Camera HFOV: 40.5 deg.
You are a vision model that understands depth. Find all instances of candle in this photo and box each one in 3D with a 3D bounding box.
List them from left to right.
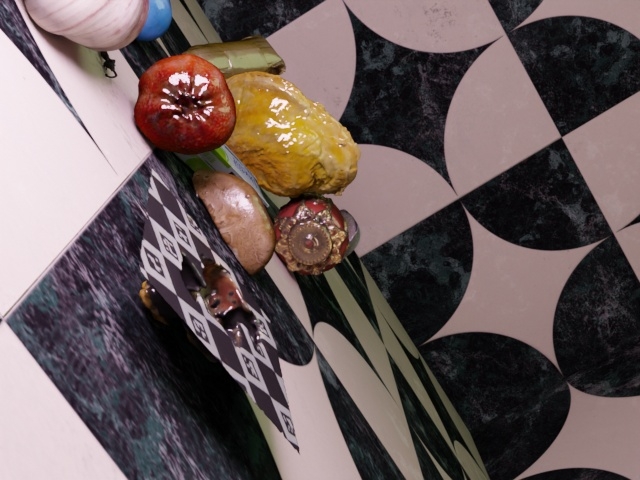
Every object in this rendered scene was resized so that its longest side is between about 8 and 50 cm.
[{"bbox_3d":[0.000,0.000,2.183,0.068,0.192,0.168,47,57,-66],"label":"candle"}]

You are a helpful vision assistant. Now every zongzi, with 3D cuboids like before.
[{"bbox_3d":[-0.260,-0.349,2.061,0.274,0.300,0.145,-19,72,-43],"label":"zongzi"}]

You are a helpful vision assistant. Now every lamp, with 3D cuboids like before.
[{"bbox_3d":[-0.023,-0.016,1.964,0.177,0.177,0.274,58,4,-10],"label":"lamp"}]

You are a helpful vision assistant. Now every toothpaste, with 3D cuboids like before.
[{"bbox_3d":[-0.197,-0.144,1.633,0.081,0.067,0.336,65,9,27],"label":"toothpaste"}]

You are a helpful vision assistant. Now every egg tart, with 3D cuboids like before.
[{"bbox_3d":[-0.108,-0.203,1.895,0.351,0.153,0.340,47,-33,-18],"label":"egg tart"}]

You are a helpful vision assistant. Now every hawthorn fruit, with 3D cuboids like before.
[{"bbox_3d":[-0.216,-0.214,1.397,0.169,0.169,0.188,58,-2,-9],"label":"hawthorn fruit"}]

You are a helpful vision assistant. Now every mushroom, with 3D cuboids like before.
[{"bbox_3d":[-0.141,-0.043,1.498,0.209,0.094,0.072,63,3,-1],"label":"mushroom"}]

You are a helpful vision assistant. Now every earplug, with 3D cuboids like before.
[{"bbox_3d":[-0.366,-0.503,1.763,0.132,0.132,0.273,52,12,-46],"label":"earplug"}]

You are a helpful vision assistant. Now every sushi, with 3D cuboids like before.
[{"bbox_3d":[-0.139,0.085,1.005,0.294,0.059,0.292,56,6,-27],"label":"sushi"}]

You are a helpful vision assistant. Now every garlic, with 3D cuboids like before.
[{"bbox_3d":[-0.295,-0.389,1.205,0.245,0.253,0.245,-22,90,-86],"label":"garlic"}]

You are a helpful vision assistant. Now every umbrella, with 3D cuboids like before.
[{"bbox_3d":[-0.345,-0.298,1.399,0.148,0.022,0.022,-116,-151,-45],"label":"umbrella"}]
